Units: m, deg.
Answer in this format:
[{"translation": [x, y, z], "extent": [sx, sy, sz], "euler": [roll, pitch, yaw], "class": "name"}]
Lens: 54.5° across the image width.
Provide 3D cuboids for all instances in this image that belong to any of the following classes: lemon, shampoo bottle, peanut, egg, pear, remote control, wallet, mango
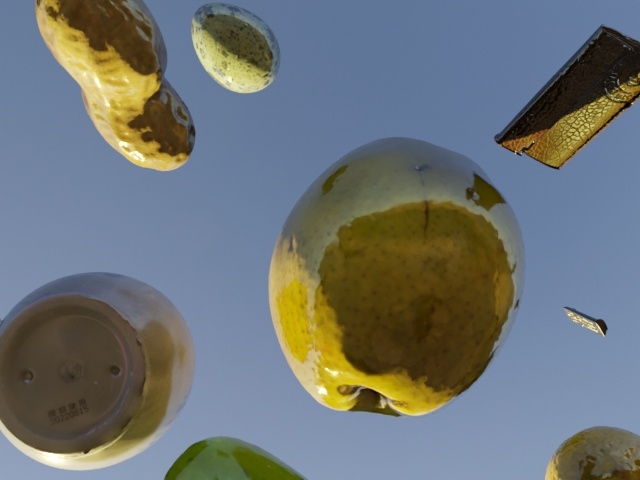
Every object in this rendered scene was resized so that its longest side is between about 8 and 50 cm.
[{"translation": [0.525, 0.452, 1.121], "extent": [0.228, 0.228, 0.253], "euler": [-27, -57, -1], "class": "lemon"}, {"translation": [-0.321, 0.184, 0.913], "extent": [0.273, 0.266, 0.273], "euler": [0, -97, 2], "class": "shampoo bottle"}, {"translation": [-0.158, -0.133, 0.509], "extent": [0.089, 0.089, 0.193], "euler": [-22, -39, -4], "class": "peanut"}, {"translation": [-0.148, -0.336, 1.078], "extent": [0.132, 0.132, 0.172], "euler": [-45, -73, 7], "class": "egg"}, {"translation": [0.106, 0.043, 0.886], "extent": [0.362, 0.362, 0.418], "euler": [33, -122, -22], "class": "pear"}, {"translation": [0.415, 0.124, 0.972], "extent": [0.016, 0.091, 0.034], "euler": [-38, -76, -3], "class": "remote control"}, {"translation": [0.382, -0.198, 0.915], "extent": [0.132, 0.039, 0.243], "euler": [19, -36, -13], "class": "wallet"}, {"translation": [-0.029, 0.354, 0.694], "extent": [0.343, 0.192, 0.156], "euler": [33, -96, 2], "class": "mango"}]

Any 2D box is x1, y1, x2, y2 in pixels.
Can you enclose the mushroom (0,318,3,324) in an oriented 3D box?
[{"translation": [-0.553, 0.236, 1.085], "extent": [0.109, 0.097, 0.351], "euler": [-25, -73, 17], "class": "mushroom"}]
